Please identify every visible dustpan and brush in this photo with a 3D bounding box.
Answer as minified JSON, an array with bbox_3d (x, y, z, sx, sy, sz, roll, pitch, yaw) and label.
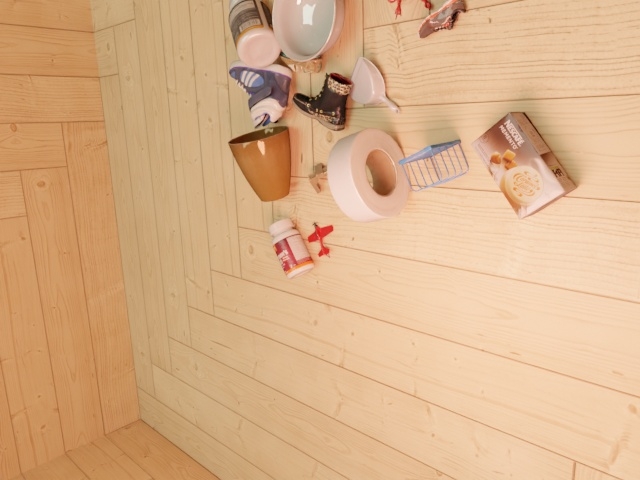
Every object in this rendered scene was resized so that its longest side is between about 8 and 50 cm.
[{"bbox_3d":[0.179,-0.477,1.676,0.211,0.060,0.147,57,146,27],"label":"dustpan and brush"}]

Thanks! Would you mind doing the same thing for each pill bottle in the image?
[{"bbox_3d":[-0.249,-0.782,1.899,0.162,0.162,0.278,-49,47,40],"label":"pill bottle"},{"bbox_3d":[-0.119,0.032,2.050,0.121,0.121,0.221,-36,76,44],"label":"pill bottle"}]

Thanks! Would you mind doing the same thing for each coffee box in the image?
[{"bbox_3d":[0.532,-0.199,1.361,0.141,0.098,0.246,-40,73,43],"label":"coffee box"}]

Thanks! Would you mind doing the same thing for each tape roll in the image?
[{"bbox_3d":[0.154,-0.199,1.605,0.100,0.286,0.286,-11,92,45],"label":"tape roll"}]

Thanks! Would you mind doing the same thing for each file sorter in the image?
[{"bbox_3d":[0.335,-0.216,1.504,0.118,0.170,0.104,-22,89,45],"label":"file sorter"}]

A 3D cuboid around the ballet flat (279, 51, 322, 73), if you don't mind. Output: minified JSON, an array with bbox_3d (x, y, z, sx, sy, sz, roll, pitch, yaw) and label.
[{"bbox_3d":[-0.075,-0.641,1.870,0.206,0.073,0.067,27,133,41],"label":"ballet flat"}]

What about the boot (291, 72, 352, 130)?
[{"bbox_3d":[0.007,-0.506,1.791,0.236,0.085,0.178,37,136,24],"label":"boot"}]

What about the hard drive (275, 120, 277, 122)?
[{"bbox_3d":[-0.220,-0.528,2.072,0.135,0.022,0.094,22,115,39],"label":"hard drive"}]

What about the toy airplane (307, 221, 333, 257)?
[{"bbox_3d":[0.000,0.000,1.989,0.151,0.028,0.151,12,108,41],"label":"toy airplane"}]

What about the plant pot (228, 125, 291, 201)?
[{"bbox_3d":[-0.206,-0.289,2.005,0.237,0.237,0.254,8,121,43],"label":"plant pot"}]

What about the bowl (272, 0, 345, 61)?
[{"bbox_3d":[-0.016,-0.753,1.733,0.298,0.134,0.297,14,110,43],"label":"bowl"}]

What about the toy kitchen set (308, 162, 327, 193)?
[{"bbox_3d":[0.005,-0.237,1.927,0.083,0.075,0.068,-24,40,14],"label":"toy kitchen set"}]

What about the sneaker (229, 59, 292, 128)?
[{"bbox_3d":[-0.259,-0.555,1.992,0.323,0.130,0.236,17,92,35],"label":"sneaker"}]

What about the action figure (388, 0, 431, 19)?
[{"bbox_3d":[0.303,-0.711,1.456,0.280,0.091,0.139,-7,86,45],"label":"action figure"}]

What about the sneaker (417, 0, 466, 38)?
[{"bbox_3d":[0.344,-0.619,1.468,0.158,0.061,0.065,-34,83,45],"label":"sneaker"}]
